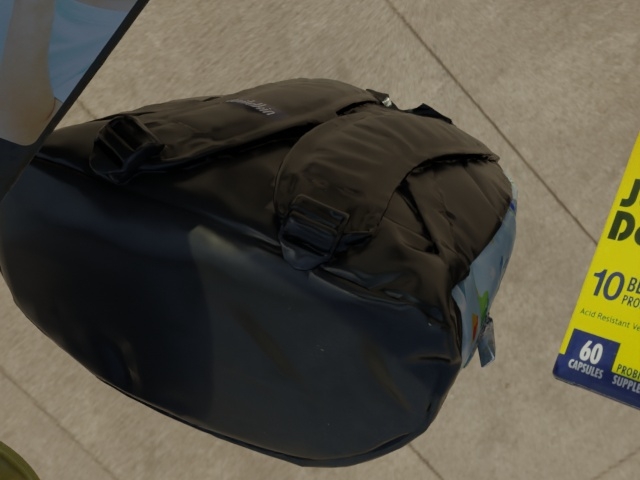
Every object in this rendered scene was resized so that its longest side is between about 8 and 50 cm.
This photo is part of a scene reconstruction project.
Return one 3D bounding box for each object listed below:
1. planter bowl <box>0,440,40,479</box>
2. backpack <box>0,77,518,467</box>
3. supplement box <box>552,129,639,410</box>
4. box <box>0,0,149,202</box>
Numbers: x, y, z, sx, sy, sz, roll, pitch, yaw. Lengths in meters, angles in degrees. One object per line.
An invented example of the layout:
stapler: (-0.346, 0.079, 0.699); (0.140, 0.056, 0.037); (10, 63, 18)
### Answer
planter bowl: (-0.263, 0.211, 0.483); (0.217, 0.090, 0.217); (-10, 120, -17)
backpack: (0.000, 0.000, 0.602); (0.290, 0.355, 0.273); (19, 127, 16)
supplement box: (0.418, 0.020, 0.845); (0.195, 0.194, 0.357); (23, 86, -36)
box: (-0.124, -0.154, 0.342); (0.087, 0.169, 0.290); (22, 123, -42)
